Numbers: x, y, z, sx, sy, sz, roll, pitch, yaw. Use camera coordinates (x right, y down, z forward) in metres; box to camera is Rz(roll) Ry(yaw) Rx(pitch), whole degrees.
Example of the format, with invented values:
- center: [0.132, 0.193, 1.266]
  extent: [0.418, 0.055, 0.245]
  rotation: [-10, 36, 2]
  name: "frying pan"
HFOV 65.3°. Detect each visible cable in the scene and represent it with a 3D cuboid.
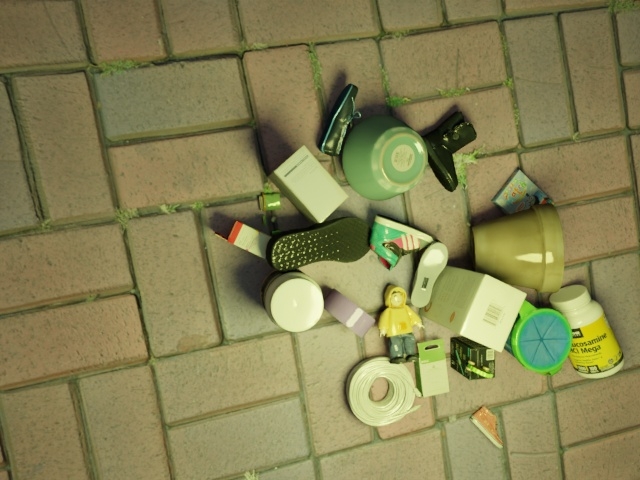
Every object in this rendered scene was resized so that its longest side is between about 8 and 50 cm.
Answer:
- center: [0.221, 0.554, 1.852]
  extent: [0.257, 0.089, 0.257]
  rotation: [-27, 97, -9]
  name: "cable"

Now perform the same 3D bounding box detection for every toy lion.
- center: [0.562, 0.458, 1.746]
  extent: [0.100, 0.096, 0.034]
  rotation: [23, 89, -12]
  name: "toy lion"

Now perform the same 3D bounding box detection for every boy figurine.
- center: [0.295, 0.302, 1.824]
  extent: [0.177, 0.092, 0.285]
  rotation: [-2, 77, -12]
  name: "boy figurine"

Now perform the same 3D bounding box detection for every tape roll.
- center: [0.097, 0.256, 1.760]
  extent: [0.189, 0.189, 0.080]
  rotation: [39, 84, -11]
  name: "tape roll"

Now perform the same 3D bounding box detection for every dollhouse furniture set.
- center: [-0.169, -0.094, 1.755]
  extent: [0.076, 0.058, 0.152]
  rotation: [-8, 94, -11]
  name: "dollhouse furniture set"

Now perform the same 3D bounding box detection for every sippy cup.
- center: [0.776, 0.351, 1.885]
  extent: [0.240, 0.224, 0.306]
  rotation: [5, 92, -12]
  name: "sippy cup"

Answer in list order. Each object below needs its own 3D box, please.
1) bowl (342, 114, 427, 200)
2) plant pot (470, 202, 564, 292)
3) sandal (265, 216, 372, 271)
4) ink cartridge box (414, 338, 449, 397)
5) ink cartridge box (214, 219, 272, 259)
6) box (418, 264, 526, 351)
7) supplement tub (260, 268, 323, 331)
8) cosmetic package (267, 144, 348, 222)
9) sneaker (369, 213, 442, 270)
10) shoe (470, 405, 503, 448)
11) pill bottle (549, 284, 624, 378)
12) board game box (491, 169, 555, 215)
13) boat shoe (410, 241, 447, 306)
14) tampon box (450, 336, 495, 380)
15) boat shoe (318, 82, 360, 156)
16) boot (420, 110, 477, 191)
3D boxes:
- center: [0.248, -0.284, 1.747]
  extent: [0.311, 0.163, 0.312]
  rotation: [-5, 103, -20]
  name: "bowl"
- center: [0.702, 0.036, 1.827]
  extent: [0.280, 0.323, 0.323]
  rotation: [-4, 94, 12]
  name: "plant pot"
- center: [-0.001, -0.002, 1.732]
  extent: [0.445, 0.107, 0.168]
  rotation: [-6, 110, -36]
  name: "sandal"
- center: [0.418, 0.477, 1.900]
  extent: [0.108, 0.062, 0.209]
  rotation: [-8, 94, -11]
  name: "ink cartridge box"
- center: [-0.242, -0.006, 1.706]
  extent: [0.231, 0.134, 0.078]
  rotation: [26, 88, -12]
  name: "ink cartridge box"
- center: [0.521, 0.227, 1.765]
  extent: [0.168, 0.345, 0.215]
  rotation: [25, 88, -12]
  name: "box"
- center: [-0.098, 0.194, 1.675]
  extent: [0.191, 0.272, 0.191]
  rotation: [-1, 93, -12]
  name: "supplement tub"
- center: [-0.046, -0.184, 1.691]
  extent: [0.138, 0.224, 0.225]
  rotation: [-42, 100, -7]
  name: "cosmetic package"
- center: [0.297, 0.031, 1.827]
  extent: [0.295, 0.124, 0.179]
  rotation: [19, 100, -23]
  name: "sneaker"
- center: [0.674, 0.733, 1.964]
  extent: [0.081, 0.063, 0.178]
  rotation: [-44, 96, -1]
  name: "shoe"
- center: [1.031, 0.352, 1.955]
  extent: [0.187, 0.188, 0.334]
  rotation: [-29, 98, -9]
  name: "pill bottle"
- center: [0.797, -0.147, 1.960]
  extent: [0.211, 0.039, 0.160]
  rotation: [39, 85, -10]
  name: "board game box"
- center: [0.389, 0.117, 1.839]
  extent: [0.095, 0.084, 0.258]
  rotation: [21, 108, -2]
  name: "boat shoe"
- center: [0.569, 0.439, 1.879]
  extent: [0.101, 0.161, 0.121]
  rotation: [-2, 95, -11]
  name: "tampon box"
- center: [0.077, -0.425, 1.781]
  extent: [0.089, 0.109, 0.258]
  rotation: [21, 105, -19]
  name: "boat shoe"
- center: [0.502, -0.333, 1.861]
  extent: [0.207, 0.094, 0.247]
  rotation: [-33, 92, -4]
  name: "boot"
